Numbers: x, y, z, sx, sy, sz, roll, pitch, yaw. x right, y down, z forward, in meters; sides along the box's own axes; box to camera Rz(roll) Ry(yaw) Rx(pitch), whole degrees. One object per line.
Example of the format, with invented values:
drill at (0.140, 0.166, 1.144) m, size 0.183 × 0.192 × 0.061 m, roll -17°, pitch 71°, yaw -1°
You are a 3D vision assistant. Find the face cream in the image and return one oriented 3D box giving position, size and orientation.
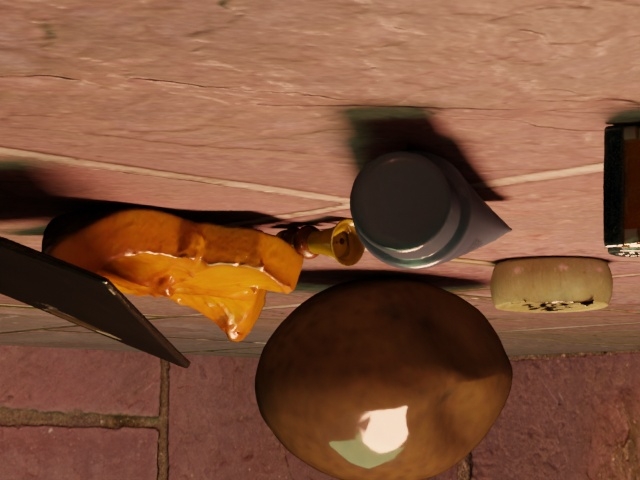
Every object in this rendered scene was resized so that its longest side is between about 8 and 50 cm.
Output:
face cream at (0.078, -0.019, 1.246) m, size 0.135 × 0.086 × 0.385 m, roll 2°, pitch 178°, yaw 8°

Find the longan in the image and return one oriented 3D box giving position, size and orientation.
longan at (0.083, 0.181, 2.069) m, size 0.350 × 0.289 × 0.288 m, roll -5°, pitch 177°, yaw -36°

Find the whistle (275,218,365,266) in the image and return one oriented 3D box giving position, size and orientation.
whistle at (-0.001, -0.004, 1.576) m, size 0.109 × 0.057 × 0.046 m, roll 5°, pitch 135°, yaw 52°

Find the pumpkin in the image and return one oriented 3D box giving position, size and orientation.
pumpkin at (-0.152, 0.028, 1.563) m, size 0.258 × 0.095 × 0.290 m, roll 7°, pitch 168°, yaw -13°

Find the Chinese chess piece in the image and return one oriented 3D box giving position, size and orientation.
Chinese chess piece at (0.273, 0.055, 1.893) m, size 0.144 × 0.059 × 0.144 m, roll 0°, pitch 172°, yaw 0°

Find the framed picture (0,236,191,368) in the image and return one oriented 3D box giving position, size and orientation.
framed picture at (-0.256, 0.035, 1.416) m, size 0.244 × 0.013 × 0.324 m, roll 21°, pitch 168°, yaw 13°

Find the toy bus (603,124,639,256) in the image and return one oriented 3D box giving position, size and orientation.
toy bus at (0.269, -0.027, 1.130) m, size 0.103 × 0.091 × 0.182 m, roll -3°, pitch 170°, yaw 28°
